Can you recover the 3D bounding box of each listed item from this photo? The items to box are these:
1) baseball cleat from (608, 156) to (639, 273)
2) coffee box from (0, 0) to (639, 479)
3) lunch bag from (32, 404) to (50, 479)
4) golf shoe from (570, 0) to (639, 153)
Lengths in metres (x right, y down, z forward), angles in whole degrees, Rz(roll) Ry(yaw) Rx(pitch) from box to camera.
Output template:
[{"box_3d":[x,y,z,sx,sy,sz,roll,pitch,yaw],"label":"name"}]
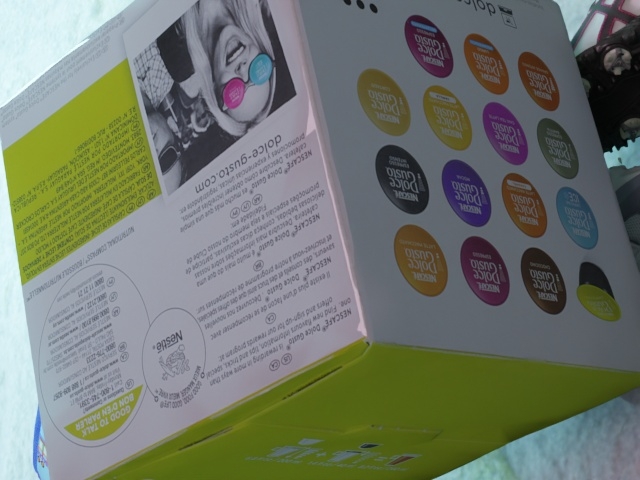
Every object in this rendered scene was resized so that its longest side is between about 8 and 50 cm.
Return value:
[{"box_3d":[0.299,-0.029,1.410,0.206,0.072,0.109,-21,79,45],"label":"baseball cleat"},{"box_3d":[0.000,0.000,1.359,0.338,0.338,0.334,-30,63,38],"label":"coffee box"},{"box_3d":[-0.205,0.210,1.815,0.221,0.138,0.293,43,119,40],"label":"lunch bag"},{"box_3d":[0.265,-0.177,1.466,0.273,0.105,0.120,-44,34,24],"label":"golf shoe"}]
